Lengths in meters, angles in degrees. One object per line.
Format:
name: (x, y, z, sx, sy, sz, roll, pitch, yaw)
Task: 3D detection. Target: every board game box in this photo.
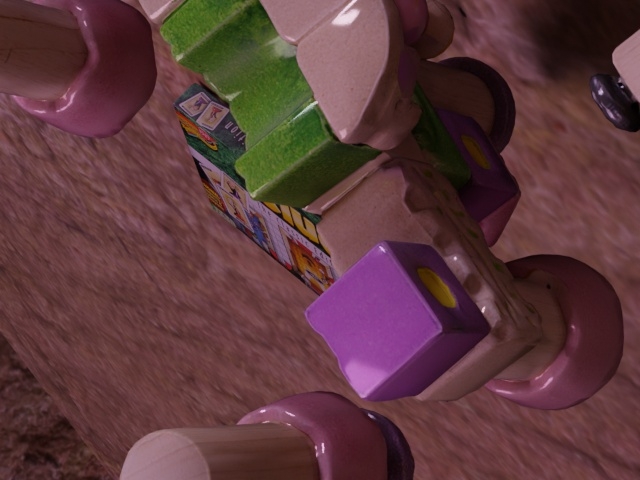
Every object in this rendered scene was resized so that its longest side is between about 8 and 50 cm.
board game box: (0.000, 0.000, 1.307, 0.260, 0.030, 0.136, 38, 158, 31)

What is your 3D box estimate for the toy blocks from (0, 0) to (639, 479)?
toy blocks: (0.046, -0.056, 0.774, 0.260, 0.309, 0.288, 7, -131, -59)
